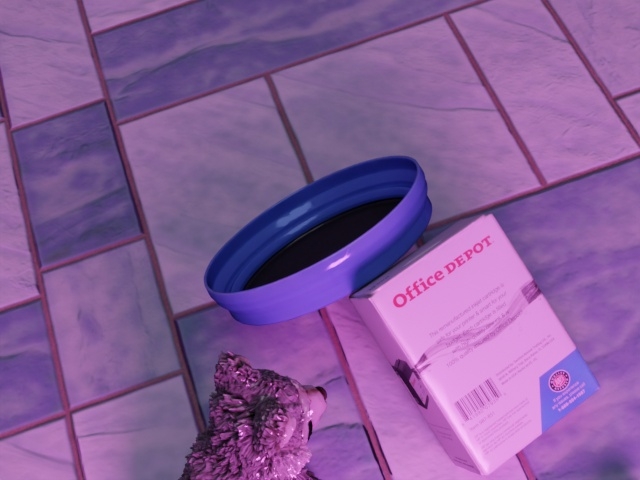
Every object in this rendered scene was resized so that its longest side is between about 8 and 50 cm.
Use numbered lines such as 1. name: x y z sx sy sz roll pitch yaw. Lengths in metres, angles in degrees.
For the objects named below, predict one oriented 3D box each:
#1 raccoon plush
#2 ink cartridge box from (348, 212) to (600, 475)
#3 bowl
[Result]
1. raccoon plush: -0.152 0.369 1.603 0.216 0.299 0.446 27 63 26
2. ink cartridge box: 0.221 0.147 1.705 0.223 0.129 0.307 -34 95 -13
3. bowl: 0.000 0.000 1.862 0.391 0.077 0.391 -26 19 10
